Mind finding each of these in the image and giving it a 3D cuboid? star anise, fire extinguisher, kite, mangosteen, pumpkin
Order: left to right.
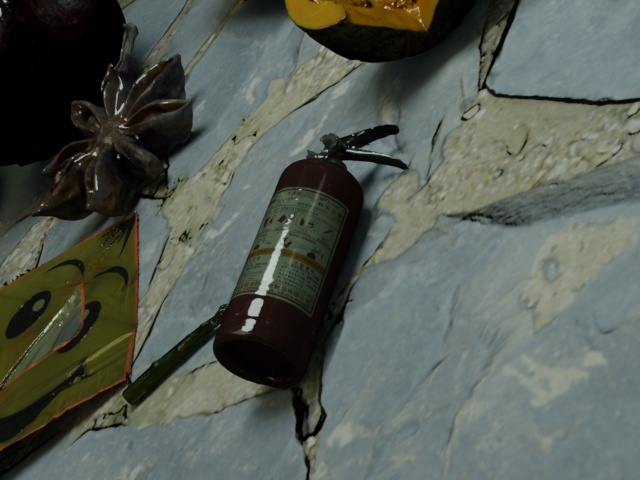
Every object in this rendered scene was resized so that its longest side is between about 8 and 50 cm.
[{"bbox_3d":[-0.385,-0.236,1.615,0.297,0.313,0.297,-39,-17,-15],"label":"mangosteen"},{"bbox_3d":[-0.278,0.092,1.341,0.377,0.013,0.327,9,57,51],"label":"kite"},{"bbox_3d":[-0.212,-0.116,1.459,0.230,0.081,0.262,-26,42,36],"label":"star anise"},{"bbox_3d":[0.000,0.000,1.038,0.099,0.071,0.231,5,54,25],"label":"fire extinguisher"},{"bbox_3d":[0.073,-0.213,1.138,0.183,0.107,0.119,-33,39,15],"label":"pumpkin"}]

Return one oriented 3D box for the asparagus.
[{"bbox_3d":[-0.118,0.094,1.140,0.127,0.015,0.018,-42,38,16],"label":"asparagus"}]
